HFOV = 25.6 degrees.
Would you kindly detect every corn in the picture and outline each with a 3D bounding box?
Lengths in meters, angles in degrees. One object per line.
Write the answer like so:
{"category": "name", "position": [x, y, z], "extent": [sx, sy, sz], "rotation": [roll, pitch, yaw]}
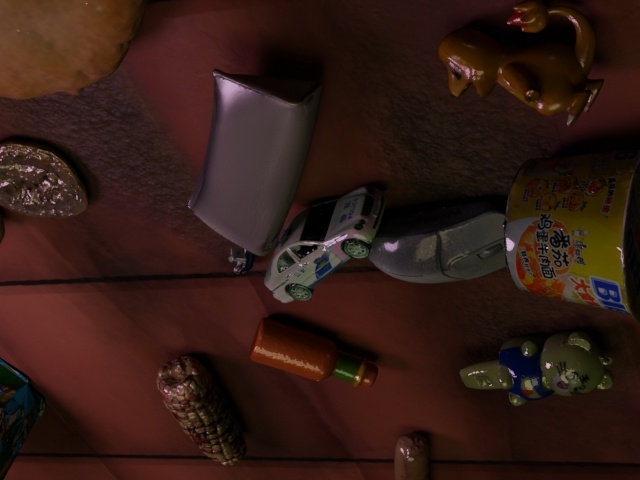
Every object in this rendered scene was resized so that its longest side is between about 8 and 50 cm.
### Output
{"category": "corn", "position": [-0.185, 0.274, 2.232], "extent": [0.086, 0.086, 0.253], "rotation": [-1, 143, 21]}

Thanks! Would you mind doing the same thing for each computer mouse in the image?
{"category": "computer mouse", "position": [0.160, 0.012, 1.763], "extent": [0.229, 0.068, 0.113], "rotation": [-9, 144, 23]}

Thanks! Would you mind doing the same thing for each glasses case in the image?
{"category": "glasses case", "position": [-0.080, -0.108, 1.699], "extent": [0.128, 0.083, 0.308], "rotation": [22, 144, 2]}

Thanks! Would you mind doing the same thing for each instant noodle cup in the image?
{"category": "instant noodle cup", "position": [-0.599, 0.318, 2.360], "extent": [0.240, 0.178, 0.240], "rotation": [10, 142, 8]}
{"category": "instant noodle cup", "position": [0.306, -0.010, 1.601], "extent": [0.153, 0.205, 0.205], "rotation": [4, 143, 31]}

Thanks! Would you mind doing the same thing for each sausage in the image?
{"category": "sausage", "position": [0.155, 0.406, 2.297], "extent": [0.066, 0.065, 0.301], "rotation": [6, 141, 13]}

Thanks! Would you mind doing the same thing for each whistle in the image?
{"category": "whistle", "position": [0.294, 0.176, 1.926], "extent": [0.227, 0.085, 0.105], "rotation": [-12, 126, 33]}

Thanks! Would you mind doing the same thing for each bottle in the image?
{"category": "bottle", "position": [-0.008, 0.170, 2.043], "extent": [0.187, 0.069, 0.069], "rotation": [20, 143, -7]}

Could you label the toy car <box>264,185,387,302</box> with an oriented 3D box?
{"category": "toy car", "position": [0.000, 0.000, 1.802], "extent": [0.076, 0.090, 0.224], "rotation": [32, 141, -17]}

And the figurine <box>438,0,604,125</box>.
{"category": "figurine", "position": [0.210, -0.198, 1.483], "extent": [0.176, 0.121, 0.122], "rotation": [13, 116, 19]}

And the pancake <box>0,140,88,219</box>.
{"category": "pancake", "position": [-0.385, -0.079, 1.893], "extent": [0.158, 0.028, 0.158], "rotation": [8, 143, 6]}

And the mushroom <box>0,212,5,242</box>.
{"category": "mushroom", "position": [-0.557, 0.007, 2.013], "extent": [0.247, 0.096, 0.108], "rotation": [-26, 102, 38]}

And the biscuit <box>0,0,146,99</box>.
{"category": "biscuit", "position": [-0.408, -0.312, 1.533], "extent": [0.429, 0.104, 0.446], "rotation": [-14, 134, 33]}

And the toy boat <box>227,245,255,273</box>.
{"category": "toy boat", "position": [-0.107, 0.021, 1.911], "extent": [0.038, 0.038, 0.083], "rotation": [16, 144, -1]}
